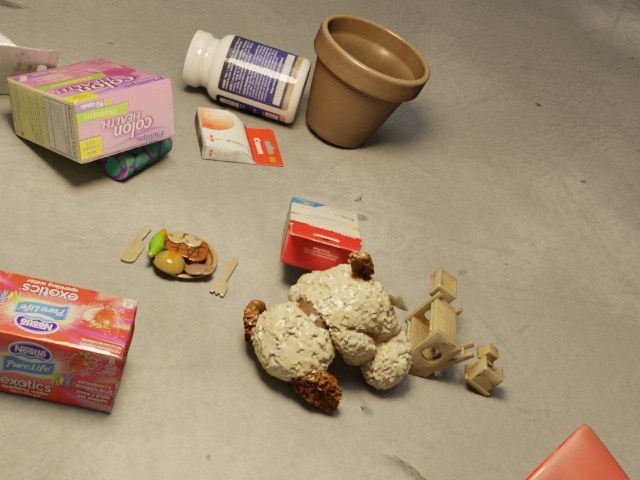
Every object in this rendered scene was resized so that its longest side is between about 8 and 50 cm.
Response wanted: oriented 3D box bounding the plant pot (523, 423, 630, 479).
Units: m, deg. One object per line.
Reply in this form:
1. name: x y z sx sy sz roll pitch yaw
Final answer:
1. plant pot: 0.341 0.422 1.261 0.243 0.275 0.275 45 42 18

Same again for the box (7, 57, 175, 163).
1. box: -0.440 -0.256 1.837 0.213 0.117 0.243 -23 34 -39

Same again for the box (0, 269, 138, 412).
1. box: -0.407 0.142 1.392 0.256 0.123 0.128 14 37 -7

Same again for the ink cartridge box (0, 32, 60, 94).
1. ink cartridge box: -0.646 -0.355 1.888 0.232 0.189 0.066 -3 70 -24

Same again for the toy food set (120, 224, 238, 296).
1. toy food set: -0.242 0.022 1.695 0.192 0.038 0.132 19 36 1

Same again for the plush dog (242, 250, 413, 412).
1. plush dog: -0.001 0.141 1.544 0.225 0.211 0.262 -36 60 -22

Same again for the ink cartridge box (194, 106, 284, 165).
1. ink cartridge box: -0.171 -0.221 2.043 0.179 0.045 0.145 2 39 -18

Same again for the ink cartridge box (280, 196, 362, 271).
1. ink cartridge box: 0.000 0.000 1.742 0.134 0.078 0.231 15 17 -5

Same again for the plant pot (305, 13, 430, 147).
1. plant pot: 0.080 -0.338 2.136 0.263 0.229 0.263 19 35 -14

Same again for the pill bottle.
1. pill bottle: -0.165 -0.372 2.149 0.264 0.153 0.153 18 36 -2

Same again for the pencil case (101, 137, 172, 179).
1. pencil case: -0.360 -0.175 1.880 0.070 0.064 0.151 43 39 6

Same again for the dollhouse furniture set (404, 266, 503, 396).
1. dollhouse furniture set: 0.233 0.174 1.693 0.161 0.101 0.182 38 32 -16
